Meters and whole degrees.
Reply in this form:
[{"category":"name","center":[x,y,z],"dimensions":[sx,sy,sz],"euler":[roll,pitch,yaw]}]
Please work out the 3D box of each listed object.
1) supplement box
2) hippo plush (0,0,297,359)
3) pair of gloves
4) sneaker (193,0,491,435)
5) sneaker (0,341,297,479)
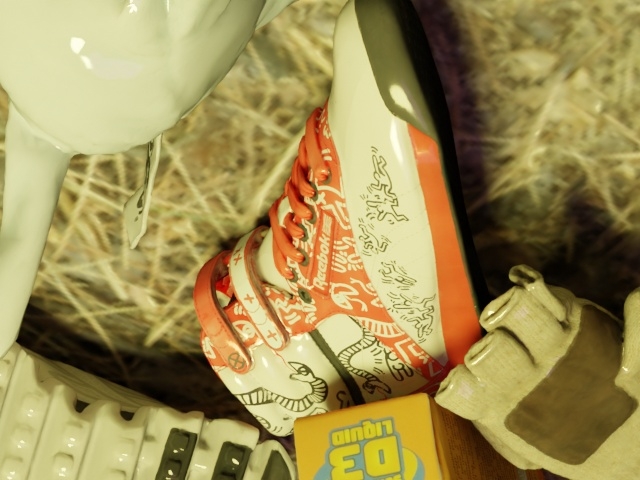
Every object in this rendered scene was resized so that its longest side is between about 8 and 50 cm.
[{"category":"supplement box","center":[0.064,0.142,0.854],"dimensions":[0.078,0.080,0.233],"euler":[-14,161,17]},{"category":"hippo plush","center":[-0.097,-0.170,0.580],"dimensions":[0.236,0.234,0.294],"euler":[37,124,4]},{"category":"pair of gloves","center":[0.181,0.030,0.777],"dimensions":[0.204,0.042,0.240],"euler":[25,114,-33]},{"category":"sneaker","center":[0.000,0.001,0.778],"dimensions":[0.145,0.090,0.270],"euler":[-9,135,9]},{"category":"sneaker","center":[-0.154,0.110,0.886],"dimensions":[0.292,0.110,0.118],"euler":[23,177,-1]}]
